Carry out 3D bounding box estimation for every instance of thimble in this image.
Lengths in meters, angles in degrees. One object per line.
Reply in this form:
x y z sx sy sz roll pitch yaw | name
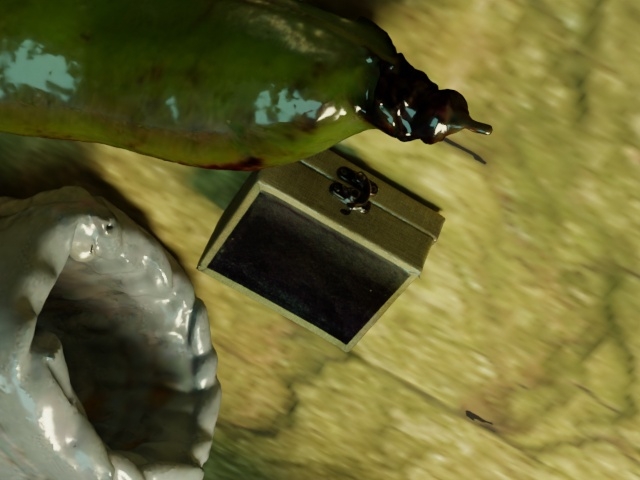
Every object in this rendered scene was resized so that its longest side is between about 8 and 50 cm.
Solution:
-0.123 0.055 0.823 0.117 0.127 0.151 -8 133 34 | thimble

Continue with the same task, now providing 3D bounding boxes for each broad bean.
-0.093 -0.073 0.705 0.339 0.061 0.077 11 134 16 | broad bean

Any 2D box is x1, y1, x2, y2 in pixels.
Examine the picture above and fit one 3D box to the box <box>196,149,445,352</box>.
0.000 0.000 0.763 0.079 0.035 0.083 29 144 -6 | box
